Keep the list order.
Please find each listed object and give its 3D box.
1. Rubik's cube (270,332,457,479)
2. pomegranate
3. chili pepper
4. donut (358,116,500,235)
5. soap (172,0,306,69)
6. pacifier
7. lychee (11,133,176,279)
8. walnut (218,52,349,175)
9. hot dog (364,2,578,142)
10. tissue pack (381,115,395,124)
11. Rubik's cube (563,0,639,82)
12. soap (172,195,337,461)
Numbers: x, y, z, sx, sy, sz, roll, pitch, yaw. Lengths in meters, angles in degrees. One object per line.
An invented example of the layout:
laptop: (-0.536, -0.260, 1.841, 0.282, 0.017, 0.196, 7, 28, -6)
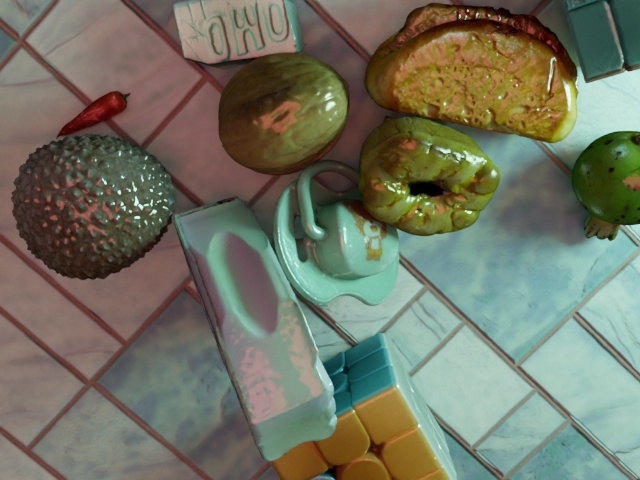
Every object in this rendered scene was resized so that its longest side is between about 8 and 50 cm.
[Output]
Rubik's cube: (0.081, 0.411, 1.633, 0.291, 0.290, 0.291, -28, 102, 7)
pomegranate: (0.590, -0.100, 1.589, 0.202, 0.202, 0.248, 6, 133, -2)
chili pepper: (-0.456, -0.249, 1.609, 0.178, 0.027, 0.045, -26, 103, 7)
donut: (0.189, -0.117, 1.504, 0.261, 0.128, 0.208, 21, 124, -24)
soap: (-0.150, -0.404, 1.546, 0.230, 0.091, 0.145, -11, 103, 3)
pacifier: (0.000, 0.000, 1.586, 0.269, 0.343, 0.288, -15, 73, 39)
lychee: (-0.422, -0.073, 1.520, 0.300, 0.300, 0.300, 0, 103, -1)
walnut: (-0.067, -0.238, 1.517, 0.261, 0.225, 0.225, -27, 102, 2)
hot dog: (0.295, -0.328, 1.520, 0.405, 0.185, 0.223, 12, 104, -4)
tissue pack: (0.194, -0.172, 1.617, 0.176, 0.062, 0.095, 22, 102, -6)
Rubik's cube: (0.562, -0.431, 1.444, 0.224, 0.221, 0.231, -13, 103, 28)
soap: (-0.124, 0.136, 1.459, 0.156, 0.446, 0.261, -20, 146, -9)
